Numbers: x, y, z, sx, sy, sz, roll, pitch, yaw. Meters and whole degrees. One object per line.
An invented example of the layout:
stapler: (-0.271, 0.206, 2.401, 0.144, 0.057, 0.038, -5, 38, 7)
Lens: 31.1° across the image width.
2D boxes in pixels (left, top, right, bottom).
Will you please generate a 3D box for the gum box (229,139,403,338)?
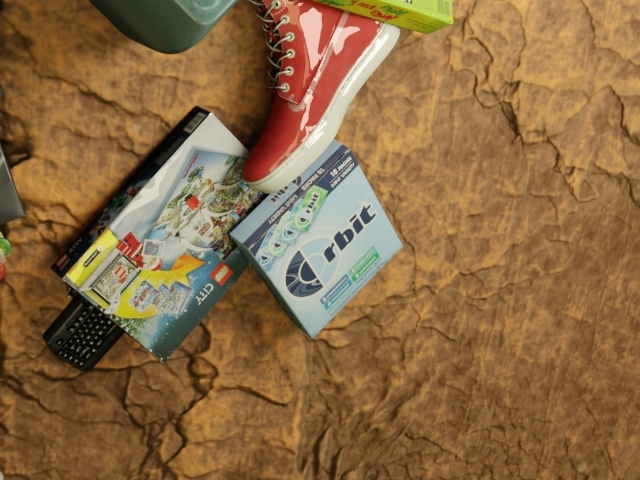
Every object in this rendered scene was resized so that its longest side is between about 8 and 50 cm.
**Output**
gum box: (0.000, 0.000, 1.290, 0.157, 0.041, 0.184, -45, 139, -11)

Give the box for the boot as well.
boot: (-0.045, -0.185, 1.188, 0.176, 0.088, 0.244, 39, 77, -31)

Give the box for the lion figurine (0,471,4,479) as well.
lion figurine: (-0.514, 0.318, 1.178, 0.392, 0.240, 0.142, -21, 135, 3)

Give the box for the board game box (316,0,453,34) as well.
board game box: (0.057, -0.279, 1.181, 0.181, 0.043, 0.092, 7, 76, -40)

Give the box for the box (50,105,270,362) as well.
box: (-0.152, -0.005, 1.238, 0.233, 0.044, 0.159, -49, 123, -8)

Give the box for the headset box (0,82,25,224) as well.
headset box: (-0.429, -0.108, 1.038, 0.283, 0.131, 0.246, -21, 119, -14)

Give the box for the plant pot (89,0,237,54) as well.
plant pot: (-0.135, -0.311, 1.004, 0.247, 0.252, 0.248, -46, 122, 2)

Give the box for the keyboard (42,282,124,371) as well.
keyboard: (-0.228, 0.059, 1.261, 0.100, 0.038, 0.192, 38, 94, -32)

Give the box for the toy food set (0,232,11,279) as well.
toy food set: (-0.363, 0.014, 1.189, 0.083, 0.020, 0.082, -28, 121, -11)
